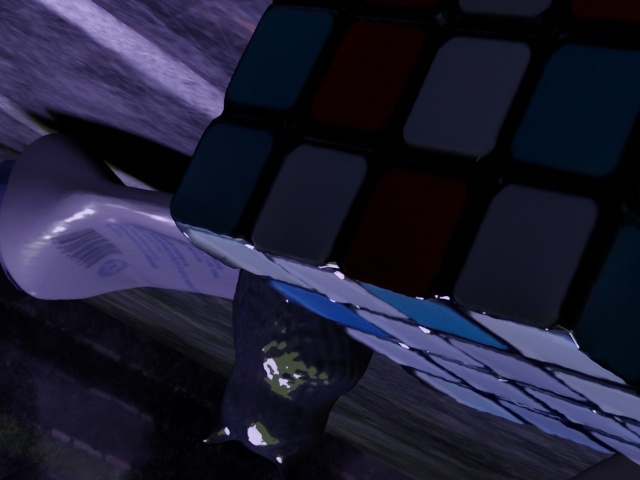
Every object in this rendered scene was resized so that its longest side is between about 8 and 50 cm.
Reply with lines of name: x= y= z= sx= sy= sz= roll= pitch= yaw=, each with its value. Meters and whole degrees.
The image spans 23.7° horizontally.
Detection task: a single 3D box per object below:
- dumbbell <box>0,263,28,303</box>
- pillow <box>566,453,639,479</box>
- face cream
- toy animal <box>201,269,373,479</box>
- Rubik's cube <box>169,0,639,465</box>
dumbbell: x=-0.349 y=-0.035 z=1.495 sx=0.325 sy=0.143 sz=0.143 roll=23 pitch=170 yaw=14
pillow: x=0.302 y=0.176 z=0.817 sx=0.322 sy=0.119 sz=0.255 roll=19 pitch=-153 yaw=34
face cream: x=-0.083 y=0.013 z=1.216 sx=0.420 sy=0.137 sz=0.235 roll=14 pitch=166 yaw=17
toy animal: x=0.001 y=0.023 z=0.736 sx=0.121 sy=0.210 sz=0.117 roll=21 pitch=-176 yaw=18
Rubik's cube: x=0.080 y=-0.026 z=0.438 sx=0.155 sy=0.151 sz=0.154 roll=13 pitch=166 yaw=48
